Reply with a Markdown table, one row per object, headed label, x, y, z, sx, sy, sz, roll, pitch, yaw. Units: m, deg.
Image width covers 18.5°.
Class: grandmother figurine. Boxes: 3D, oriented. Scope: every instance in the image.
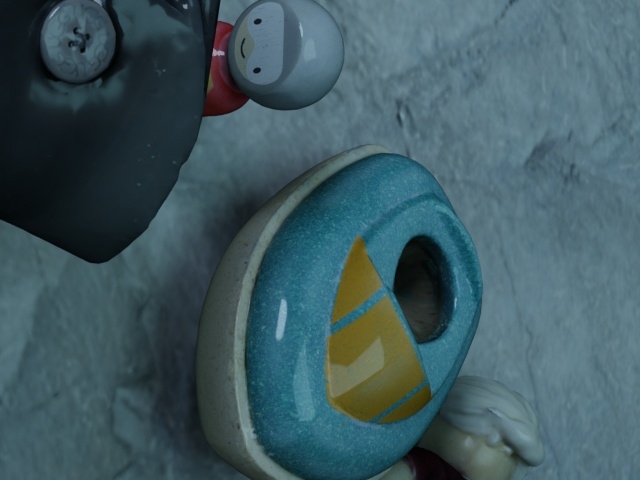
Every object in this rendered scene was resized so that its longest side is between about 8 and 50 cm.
| label | x | y | z | sx | sy | sz | roll | pitch | yaw |
| --- | --- | --- | --- | --- | --- | --- | --- | --- | --- |
| grandmother figurine | 0.053 | 0.221 | 1.321 | 0.342 | 0.104 | 0.208 | -55 | 152 | -36 |

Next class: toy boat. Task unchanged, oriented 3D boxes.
| label | x | y | z | sx | sy | sz | roll | pitch | yaw |
| --- | --- | --- | --- | --- | --- | --- | --- | --- | --- |
| toy boat | 0.000 | 0.000 | 1.200 | 0.318 | 0.148 | 0.267 | 62 | 40 | -24 |

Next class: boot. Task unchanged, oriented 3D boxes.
| label | x | y | z | sx | sy | sz | roll | pitch | yaw |
| --- | --- | --- | --- | --- | --- | --- | --- | --- | --- |
| boot | -0.258 | -0.074 | 0.839 | 0.445 | 0.146 | 0.367 | 21 | 91 | -47 |
